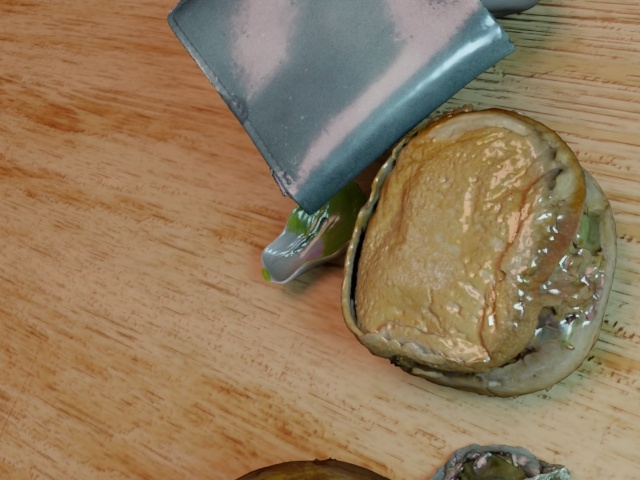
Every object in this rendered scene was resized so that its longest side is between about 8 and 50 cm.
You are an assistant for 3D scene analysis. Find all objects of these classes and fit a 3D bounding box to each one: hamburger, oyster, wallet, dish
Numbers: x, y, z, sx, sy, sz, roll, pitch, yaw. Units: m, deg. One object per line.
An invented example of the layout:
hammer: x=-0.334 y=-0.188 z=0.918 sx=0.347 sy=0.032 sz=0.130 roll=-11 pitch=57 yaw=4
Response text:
hamburger: x=0.132 y=0.005 z=0.966 sx=0.243 sy=0.146 sz=0.286 roll=-36 pitch=49 yaw=18
oyster: x=0.139 y=0.196 z=0.896 sx=0.098 sy=0.037 sz=0.100 roll=-31 pitch=19 yaw=-12
wallet: x=0.003 y=-0.202 z=1.048 sx=0.251 sy=0.054 sz=0.290 roll=-41 pitch=66 yaw=8
dish: x=0.000 y=0.000 z=1.147 sx=0.137 sy=0.039 sz=0.091 roll=-42 pitch=47 yaw=4

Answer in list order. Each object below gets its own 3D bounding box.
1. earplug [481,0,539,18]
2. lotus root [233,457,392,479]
earplug: x=0.085 y=-0.213 z=1.161 sx=0.326 sy=0.175 sz=0.214 roll=-34 pitch=5 yaw=6
lotus root: x=-0.020 y=0.256 z=0.861 sx=0.199 sy=0.180 sz=0.188 roll=-50 pitch=38 yaw=-5
